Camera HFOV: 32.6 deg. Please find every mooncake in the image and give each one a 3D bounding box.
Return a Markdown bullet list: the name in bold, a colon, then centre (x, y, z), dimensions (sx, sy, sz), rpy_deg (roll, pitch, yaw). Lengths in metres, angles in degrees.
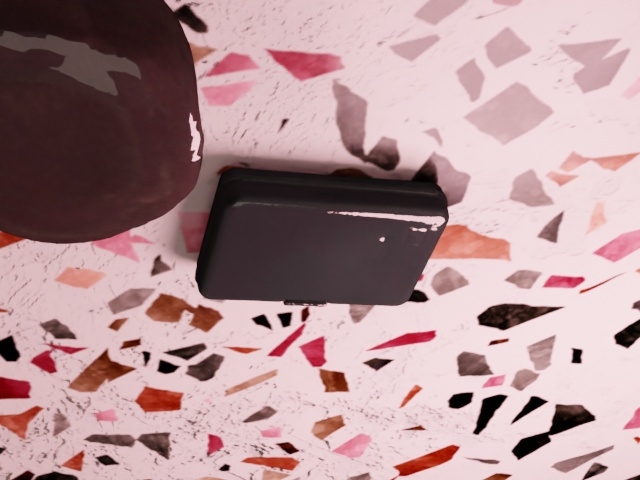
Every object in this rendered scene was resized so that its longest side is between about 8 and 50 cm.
- **mooncake**: centre (-0.209, -0.108, 0.840), dimensions (0.245, 0.133, 0.245), rpy_deg (-7, 140, -6)

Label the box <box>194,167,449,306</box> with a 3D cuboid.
- **box**: centre (0.000, 0.000, 1.082), dimensions (0.230, 0.050, 0.160), rpy_deg (3, 138, -17)
